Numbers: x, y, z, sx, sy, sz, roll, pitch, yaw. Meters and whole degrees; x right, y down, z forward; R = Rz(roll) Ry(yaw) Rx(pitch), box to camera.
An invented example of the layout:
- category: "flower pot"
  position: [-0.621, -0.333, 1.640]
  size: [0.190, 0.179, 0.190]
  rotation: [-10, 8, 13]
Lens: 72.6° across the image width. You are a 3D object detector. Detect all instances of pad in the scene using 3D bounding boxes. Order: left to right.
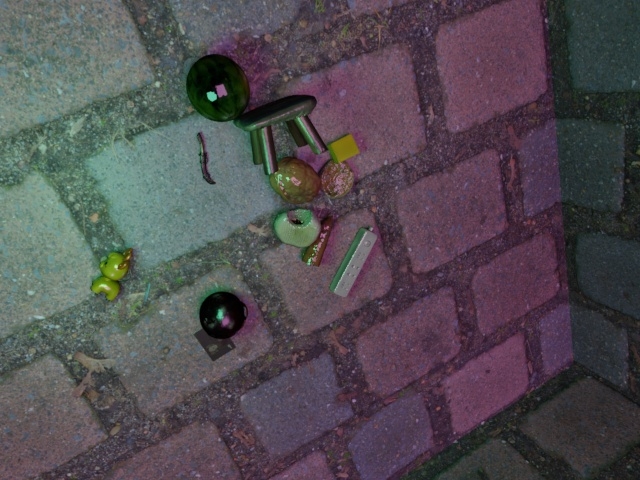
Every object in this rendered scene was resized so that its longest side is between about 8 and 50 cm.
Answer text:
- category: "pad"
  position: [-0.499, 0.474, 2.060]
  size: [0.127, 0.004, 0.190]
  rotation: [-31, 116, -11]

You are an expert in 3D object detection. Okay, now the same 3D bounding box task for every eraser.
- category: "eraser"
  position: [0.105, -0.417, 1.988]
  size: [0.122, 0.045, 0.097]
  rotation: [-31, 102, -18]

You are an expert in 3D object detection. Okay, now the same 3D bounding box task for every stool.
- category: "stool"
  position: [-0.158, -0.431, 1.742]
  size: [0.310, 0.310, 0.226]
  rotation: [-26, 116, -11]

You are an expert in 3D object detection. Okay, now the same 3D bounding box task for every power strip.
- category: "power strip"
  position: [0.173, 0.102, 2.195]
  size: [0.091, 0.062, 0.386]
  rotation: [24, 97, -31]

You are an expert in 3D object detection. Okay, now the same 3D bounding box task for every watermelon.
- category: "watermelon"
  position: [-0.384, -0.569, 1.638]
  size: [0.242, 0.242, 0.243]
  rotation: [-7, 109, -21]

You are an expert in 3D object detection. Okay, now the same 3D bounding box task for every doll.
- category: "doll"
  position: [-0.817, 0.126, 1.740]
  size: [0.135, 0.143, 0.221]
  rotation: [35, 98, -27]

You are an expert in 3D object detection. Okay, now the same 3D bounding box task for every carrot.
- category: "carrot"
  position: [0.000, 0.000, 2.071]
  size: [0.101, 0.102, 0.263]
  rotation: [22, 94, -27]

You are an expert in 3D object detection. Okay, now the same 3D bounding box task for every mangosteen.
- category: "mangosteen"
  position: [-0.420, 0.336, 1.953]
  size: [0.250, 0.211, 0.212]
  rotation: [21, 99, -58]

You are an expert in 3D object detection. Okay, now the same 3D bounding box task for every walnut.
- category: "walnut"
  position: [-0.111, -0.257, 1.882]
  size: [0.244, 0.198, 0.198]
  rotation: [27, 95, -46]

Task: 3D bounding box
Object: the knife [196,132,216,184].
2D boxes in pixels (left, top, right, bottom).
- category: "knife"
  position: [-0.482, -0.331, 1.794]
  size: [0.045, 0.021, 0.222]
  rotation: [-19, 117, -16]

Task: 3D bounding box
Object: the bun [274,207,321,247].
- category: "bun"
  position: [-0.102, -0.072, 1.984]
  size: [0.212, 0.127, 0.204]
  rotation: [27, 121, -22]

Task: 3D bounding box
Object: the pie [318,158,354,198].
- category: "pie"
  position: [0.073, -0.289, 2.036]
  size: [0.186, 0.041, 0.187]
  rotation: [-7, 108, -21]

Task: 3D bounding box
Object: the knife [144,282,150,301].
- category: "knife"
  position: [-0.746, 0.225, 1.871]
  size: [0.014, 0.005, 0.091]
  rotation: [11, 102, -27]
